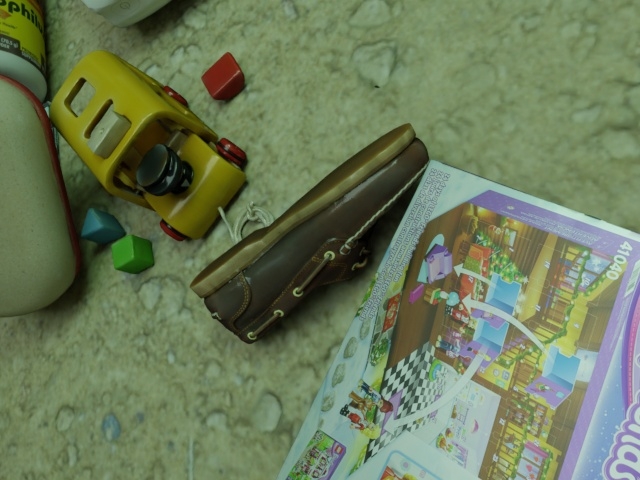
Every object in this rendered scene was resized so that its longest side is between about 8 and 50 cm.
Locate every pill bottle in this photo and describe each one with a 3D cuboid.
[{"bbox_3d":[-0.380,-0.254,0.685,0.117,0.117,0.215,-22,68,23],"label":"pill bottle"}]

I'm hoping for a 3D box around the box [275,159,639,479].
[{"bbox_3d":[0.096,0.120,0.359,0.201,0.057,0.293,27,91,32],"label":"box"}]

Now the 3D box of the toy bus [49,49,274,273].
[{"bbox_3d":[-0.151,-0.079,0.521,0.202,0.104,0.191,-10,73,27],"label":"toy bus"}]

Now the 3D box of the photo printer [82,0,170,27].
[{"bbox_3d":[-0.184,-0.386,0.617,0.256,0.107,0.307,-39,63,15],"label":"photo printer"}]

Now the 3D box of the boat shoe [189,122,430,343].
[{"bbox_3d":[0.000,0.000,0.444,0.207,0.073,0.073,-37,100,20],"label":"boat shoe"}]

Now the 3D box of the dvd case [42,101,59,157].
[{"bbox_3d":[-0.327,-0.087,0.673,0.087,0.013,0.119,-21,67,23],"label":"dvd case"}]

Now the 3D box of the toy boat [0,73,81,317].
[{"bbox_3d":[-0.305,-0.047,0.570,0.151,0.151,0.231,-5,111,0],"label":"toy boat"}]
